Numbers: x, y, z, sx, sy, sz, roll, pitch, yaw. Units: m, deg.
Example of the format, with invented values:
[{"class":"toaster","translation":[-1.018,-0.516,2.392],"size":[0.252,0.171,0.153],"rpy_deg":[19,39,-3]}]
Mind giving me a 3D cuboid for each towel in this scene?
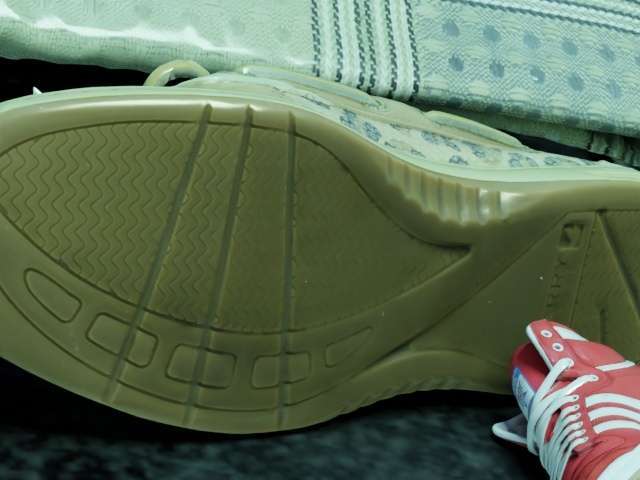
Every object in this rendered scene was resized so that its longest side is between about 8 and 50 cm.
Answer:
[{"class":"towel","translation":[-0.021,-0.173,0.680],"size":[0.324,0.056,0.312],"rpy_deg":[8,56,-22]}]

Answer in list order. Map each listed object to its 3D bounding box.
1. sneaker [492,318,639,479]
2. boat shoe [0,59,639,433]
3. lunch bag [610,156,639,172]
[{"class":"sneaker","translation":[0.077,0.060,0.502],"size":[0.067,0.042,0.118],"rpy_deg":[24,19,19]},{"class":"boat shoe","translation":[0.000,0.000,0.547],"size":[0.285,0.104,0.089],"rpy_deg":[8,17,-33]},{"class":"lunch bag","translation":[0.261,-0.050,0.680],"size":[0.235,0.169,0.287],"rpy_deg":[9,19,-6]}]
